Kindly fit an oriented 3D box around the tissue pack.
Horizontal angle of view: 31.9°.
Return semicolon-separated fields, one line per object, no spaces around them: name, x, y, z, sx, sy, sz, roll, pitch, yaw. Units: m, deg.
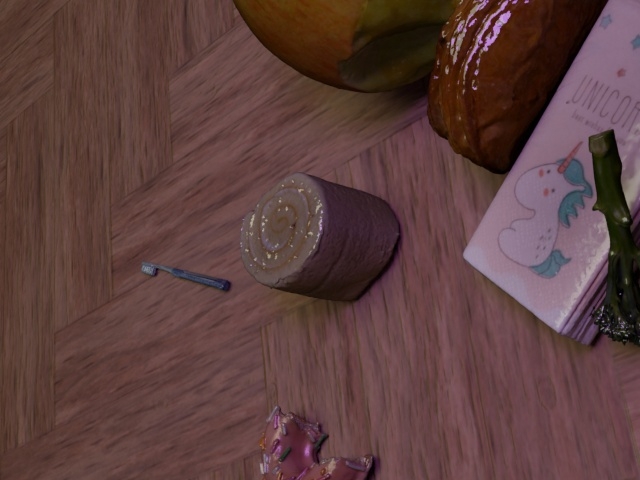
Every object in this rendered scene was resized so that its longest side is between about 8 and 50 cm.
tissue pack;0.285;-0.075;1.131;0.170;0.071;0.325;40;105;47

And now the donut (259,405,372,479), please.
donut;-0.019;0.275;1.334;0.166;0.065;0.117;21;91;50

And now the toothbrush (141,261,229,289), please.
toothbrush;-0.204;0.052;1.646;0.219;0.016;0.019;9;84;48

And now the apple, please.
apple;0.042;-0.347;1.294;0.339;0.339;0.339;-19;63;42

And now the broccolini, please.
broccolini;0.267;0.000;1.038;0.058;0.216;0.067;-4;28;34

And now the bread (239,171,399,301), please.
bread;0.000;0.000;1.358;0.148;0.141;0.134;-35;57;36

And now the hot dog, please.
hot dog;0.214;-0.210;1.186;0.122;0.196;0.272;32;102;23
